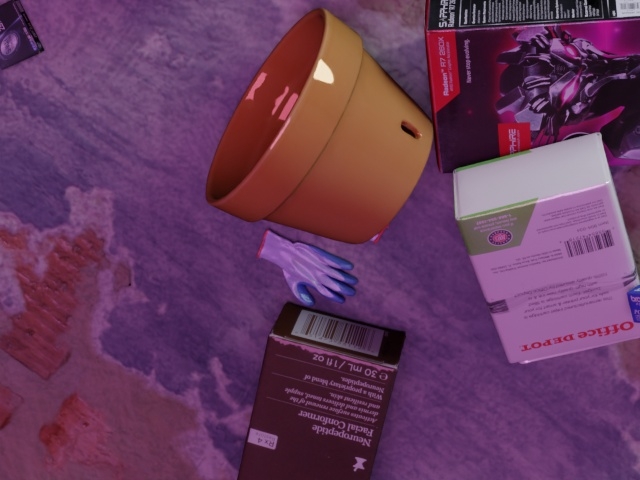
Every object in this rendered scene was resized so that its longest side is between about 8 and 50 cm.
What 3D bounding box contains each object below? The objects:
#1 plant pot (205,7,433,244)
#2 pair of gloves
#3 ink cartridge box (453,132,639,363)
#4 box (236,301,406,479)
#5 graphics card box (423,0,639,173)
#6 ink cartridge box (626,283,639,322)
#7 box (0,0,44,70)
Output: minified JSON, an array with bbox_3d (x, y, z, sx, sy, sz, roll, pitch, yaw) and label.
[{"bbox_3d":[0.009,-0.126,1.641,0.203,0.291,0.291,30,110,-17],"label":"plant pot"},{"bbox_3d":[0.000,0.000,1.802,0.159,0.023,0.198,27,109,1],"label":"pair of gloves"},{"bbox_3d":[0.307,0.016,1.659,0.198,0.114,0.273,-14,128,14],"label":"ink cartridge box"},{"bbox_3d":[-0.013,0.302,1.838,0.191,0.143,0.381,14,110,5],"label":"box"},{"bbox_3d":[0.324,-0.205,1.606,0.371,0.094,0.232,-2,131,9],"label":"graphics card box"},{"bbox_3d":[0.501,0.050,1.629,0.097,0.207,0.046,2,113,52],"label":"ink cartridge box"},{"bbox_3d":[-0.441,-0.293,1.786,0.067,0.018,0.083,-21,103,15],"label":"box"}]
